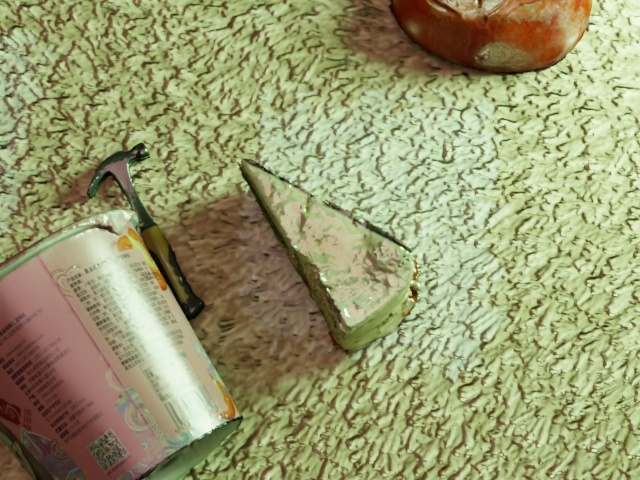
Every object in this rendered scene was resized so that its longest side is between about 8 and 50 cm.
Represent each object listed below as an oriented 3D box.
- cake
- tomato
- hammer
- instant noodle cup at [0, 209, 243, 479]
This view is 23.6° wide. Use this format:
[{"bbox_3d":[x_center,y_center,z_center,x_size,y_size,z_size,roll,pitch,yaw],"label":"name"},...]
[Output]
[{"bbox_3d":[0.018,-0.008,1.548,0.116,0.086,0.220,-28,73,-5],"label":"cake"},{"bbox_3d":[0.183,-0.288,1.624,0.228,0.101,0.228,-2,72,6],"label":"tomato"},{"bbox_3d":[-0.178,-0.004,1.592,0.078,0.021,0.201,-26,72,-5],"label":"hammer"},{"bbox_3d":[-0.211,0.129,1.452,0.243,0.243,0.231,-35,81,-8],"label":"instant noodle cup"}]
